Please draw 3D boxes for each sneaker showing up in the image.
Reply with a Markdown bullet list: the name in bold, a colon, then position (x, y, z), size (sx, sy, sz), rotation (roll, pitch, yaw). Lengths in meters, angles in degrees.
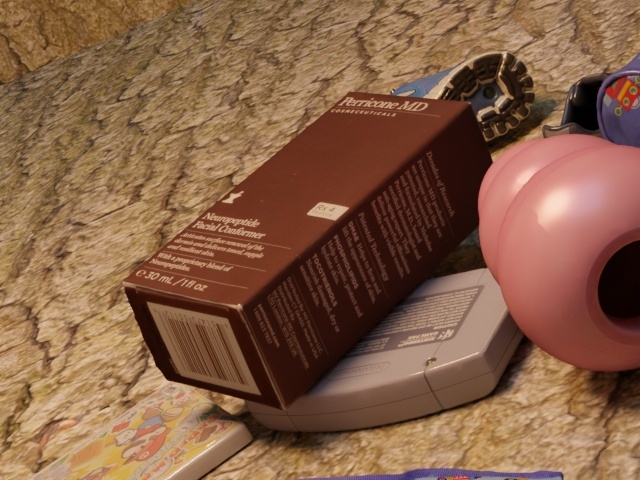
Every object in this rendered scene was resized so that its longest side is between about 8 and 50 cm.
- **sneaker**: position (0.342, -0.145, 2.083), size (0.111, 0.121, 0.300), rotation (-8, 29, 41)
- **sneaker**: position (0.108, -0.123, 2.358), size (0.330, 0.129, 0.147), rotation (-28, 7, -9)

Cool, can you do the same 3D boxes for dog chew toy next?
- **dog chew toy**: position (0.242, -0.008, 1.772), size (0.207, 0.206, 0.332), rotation (-29, 22, -3)

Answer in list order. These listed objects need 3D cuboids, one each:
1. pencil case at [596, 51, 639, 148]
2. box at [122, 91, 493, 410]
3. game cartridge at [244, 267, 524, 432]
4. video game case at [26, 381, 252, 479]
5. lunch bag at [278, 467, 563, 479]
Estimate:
- **pencil case**: position (0.426, -0.185, 2.022), size (0.133, 0.119, 0.306), rotation (29, 46, 29)
- **box**: position (0.000, 0.000, 1.979), size (0.191, 0.143, 0.381), rotation (9, 39, 45)
- **game cartridge**: position (0.072, 0.114, 1.918), size (0.297, 0.062, 0.198), rotation (-12, 30, 35)
- **video game case**: position (-0.204, 0.239, 2.000), size (0.227, 0.026, 0.206), rotation (-34, 22, -16)
- **lunch bag**: position (0.077, 0.280, 1.472), size (0.293, 0.138, 0.221), rotation (-10, 23, 10)
